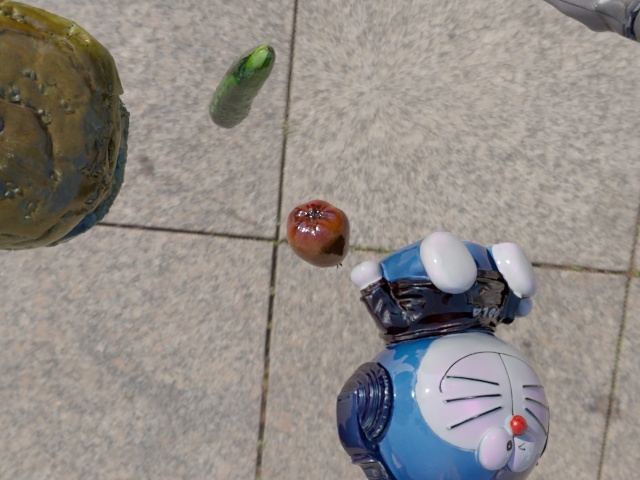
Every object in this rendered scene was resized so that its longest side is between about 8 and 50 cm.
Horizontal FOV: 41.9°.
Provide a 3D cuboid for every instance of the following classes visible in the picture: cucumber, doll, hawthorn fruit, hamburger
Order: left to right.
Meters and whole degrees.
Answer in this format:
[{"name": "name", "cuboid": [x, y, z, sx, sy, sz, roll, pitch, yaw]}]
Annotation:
[{"name": "hamburger", "cuboid": [-0.343, -0.120, 0.885, 0.285, 0.134, 0.265, 8, 93, -19]}, {"name": "cucumber", "cuboid": [-0.112, -0.193, 1.104, 0.056, 0.250, 0.056, 5, 74, -18]}, {"name": "hawthorn fruit", "cuboid": [0.000, 0.000, 1.033, 0.081, 0.081, 0.093, -8, 134, 5]}, {"name": "doll", "cuboid": [0.148, 0.166, 0.979, 0.284, 0.240, 0.310, 2, 72, -31]}]

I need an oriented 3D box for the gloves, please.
[{"name": "gloves", "cuboid": [0.326, -0.304, 0.973, 0.142, 0.119, 0.285, -40, 56, 12]}]
